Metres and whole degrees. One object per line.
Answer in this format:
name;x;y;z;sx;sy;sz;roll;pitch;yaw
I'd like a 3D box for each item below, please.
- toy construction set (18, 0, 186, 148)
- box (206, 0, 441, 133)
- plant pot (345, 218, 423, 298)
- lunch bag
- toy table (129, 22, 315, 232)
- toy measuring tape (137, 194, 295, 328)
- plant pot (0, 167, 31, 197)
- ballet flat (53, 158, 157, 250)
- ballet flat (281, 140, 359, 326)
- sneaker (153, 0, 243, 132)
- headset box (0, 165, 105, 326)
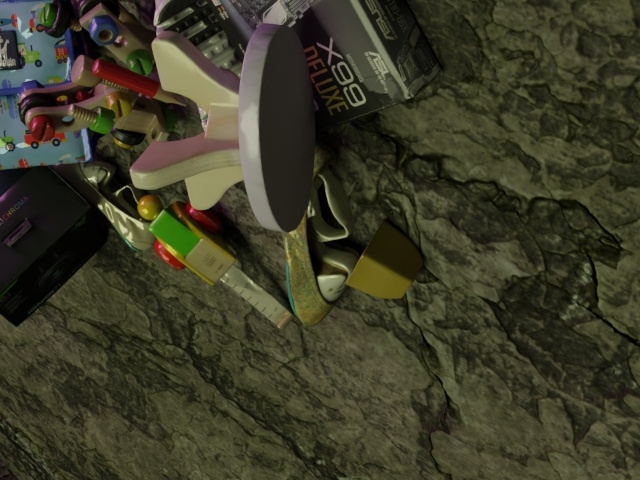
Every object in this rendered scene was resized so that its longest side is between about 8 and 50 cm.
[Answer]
toy construction set;-0.280;-0.230;1.489;0.309;0.237;0.257;35;104;53
box;-0.020;-0.294;1.265;0.242;0.076;0.307;-12;115;49
plant pot;0.099;0.036;1.457;0.083;0.081;0.081;29;142;4
lunch bag;-0.499;-0.277;1.661;0.221;0.138;0.293;-6;118;1
toy table;-0.110;-0.142;1.255;0.161;0.252;0.274;8;119;19
toy measuring tape;-0.178;0.027;1.724;0.330;0.121;0.121;39;147;-20
plant pot;-0.717;-0.155;1.938;0.293;0.293;0.235;-10;102;49
ballet flat;-0.378;-0.090;1.829;0.248;0.086;0.086;44;144;2
ballet flat;0.000;0.000;1.498;0.123;0.123;0.348;18;134;34
sneaker;-0.153;-0.246;1.440;0.118;0.110;0.292;56;171;50
headset box;-0.539;0.009;1.855;0.131;0.246;0.283;43;165;6
